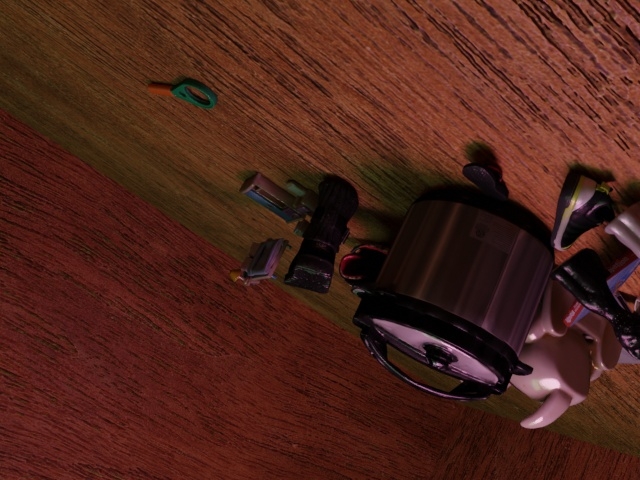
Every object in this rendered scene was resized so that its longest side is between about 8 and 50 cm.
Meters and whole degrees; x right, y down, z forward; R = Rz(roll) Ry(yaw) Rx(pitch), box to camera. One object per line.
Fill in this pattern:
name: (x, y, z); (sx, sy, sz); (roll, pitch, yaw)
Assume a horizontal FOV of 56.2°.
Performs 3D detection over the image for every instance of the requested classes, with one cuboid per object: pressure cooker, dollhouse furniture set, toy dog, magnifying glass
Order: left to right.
magnifying glass: (-0.353, -0.376, 1.519); (0.231, 0.026, 0.092); (14, 159, 33)
dollhouse furniture set: (-0.180, -0.024, 1.811); (0.198, 0.303, 0.286); (32, 163, -19)
pressure cooker: (0.293, 0.139, 1.369); (0.369, 0.421, 0.375); (11, 157, 42)
toy dog: (0.532, 0.305, 1.587); (0.284, 0.396, 0.408); (24, 157, -23)

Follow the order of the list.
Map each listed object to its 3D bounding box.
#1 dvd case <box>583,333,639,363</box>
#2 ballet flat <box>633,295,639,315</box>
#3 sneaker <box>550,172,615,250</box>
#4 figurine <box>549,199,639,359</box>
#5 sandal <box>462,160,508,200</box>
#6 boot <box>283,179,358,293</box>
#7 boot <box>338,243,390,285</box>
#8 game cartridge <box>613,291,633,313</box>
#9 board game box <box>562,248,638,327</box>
dvd case: (0.819, 0.316, 1.781); (0.180, 0.022, 0.253); (30, 163, -9)
ballet flat: (0.731, 0.143, 1.315); (0.073, 0.080, 0.232); (34, 167, 28)
sneaker: (0.492, -0.038, 1.120); (0.097, 0.084, 0.235); (17, 161, 24)
figurine: (0.556, 0.070, 1.048); (0.092, 0.215, 0.209); (-12, -122, -52)
sandal: (0.333, -0.126, 1.196); (0.067, 0.040, 0.179); (22, 178, 35)
boot: (0.004, 0.001, 1.681); (0.131, 0.260, 0.348); (18, 161, -7)
boot: (0.154, 0.080, 1.741); (0.377, 0.138, 0.284); (8, 178, 39)
game cartridge: (0.715, 0.163, 1.411); (0.017, 0.083, 0.056); (-23, 145, 7)
board game box: (0.599, 0.096, 1.268); (0.027, 0.145, 0.281); (54, 175, 25)
